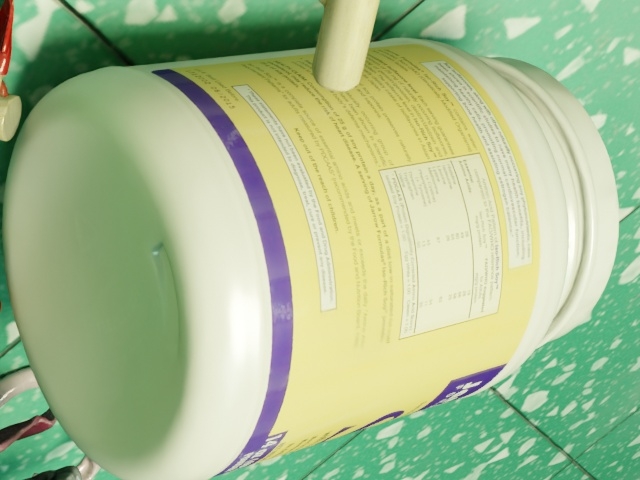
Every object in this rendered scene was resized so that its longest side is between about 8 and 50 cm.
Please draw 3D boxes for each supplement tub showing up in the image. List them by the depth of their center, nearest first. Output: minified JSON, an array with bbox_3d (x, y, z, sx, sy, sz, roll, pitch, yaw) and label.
[{"bbox_3d":[0.000,0.000,0.886,0.331,0.241,0.241,-11,141,-38],"label":"supplement tub"}]

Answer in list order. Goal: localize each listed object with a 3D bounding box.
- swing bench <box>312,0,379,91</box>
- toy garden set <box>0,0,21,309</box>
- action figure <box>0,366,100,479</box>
[{"bbox_3d":[0.061,-0.235,0.521,0.253,0.165,0.254,-44,174,-46],"label":"swing bench"},{"bbox_3d":[-0.216,-0.022,0.745,0.204,0.049,0.244,-53,157,-73],"label":"toy garden set"},{"bbox_3d":[-0.331,0.202,0.945,0.370,0.275,0.248,-15,126,0],"label":"action figure"}]
